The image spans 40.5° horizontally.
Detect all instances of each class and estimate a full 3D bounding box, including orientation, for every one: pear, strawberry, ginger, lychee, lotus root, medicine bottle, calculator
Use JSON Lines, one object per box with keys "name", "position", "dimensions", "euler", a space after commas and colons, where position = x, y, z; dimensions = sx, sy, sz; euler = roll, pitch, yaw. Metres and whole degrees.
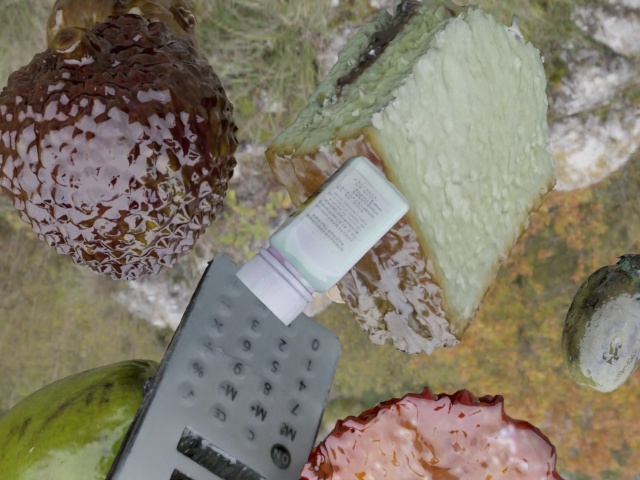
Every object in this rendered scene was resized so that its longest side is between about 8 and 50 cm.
{"name": "pear", "position": [-0.211, 0.228, 0.807], "dimensions": [0.212, 0.212, 0.269], "euler": [29, 102, -38]}
{"name": "strawberry", "position": [0.071, 0.213, 0.660], "dimensions": [0.233, 0.234, 0.178], "euler": [2, -177, -10]}
{"name": "ginger", "position": [-0.236, -0.248, 1.052], "dimensions": [0.165, 0.172, 0.321], "euler": [33, 174, -28]}
{"name": "lychee", "position": [-0.188, -0.085, 0.826], "dimensions": [0.235, 0.236, 0.271], "euler": [-5, 141, 1]}
{"name": "lotus root", "position": [0.193, 0.054, 0.577], "dimensions": [0.049, 0.054, 0.099], "euler": [4, 110, -36]}
{"name": "medicine bottle", "position": [0.000, 0.000, 0.603], "dimensions": [0.118, 0.074, 0.055], "euler": [-45, 96, -4]}
{"name": "calculator", "position": [-0.069, 0.141, 0.716], "dimensions": [0.161, 0.262, 0.021], "euler": [38, 131, -19]}

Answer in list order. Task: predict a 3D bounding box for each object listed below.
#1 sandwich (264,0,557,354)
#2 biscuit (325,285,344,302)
{"name": "sandwich", "position": [0.110, -0.091, 0.853], "dimensions": [0.131, 0.325, 0.262], "euler": [4, 136, 41]}
{"name": "biscuit", "position": [0.066, 0.027, 1.064], "dimensions": [0.162, 0.035, 0.250], "euler": [-24, 128, 7]}
